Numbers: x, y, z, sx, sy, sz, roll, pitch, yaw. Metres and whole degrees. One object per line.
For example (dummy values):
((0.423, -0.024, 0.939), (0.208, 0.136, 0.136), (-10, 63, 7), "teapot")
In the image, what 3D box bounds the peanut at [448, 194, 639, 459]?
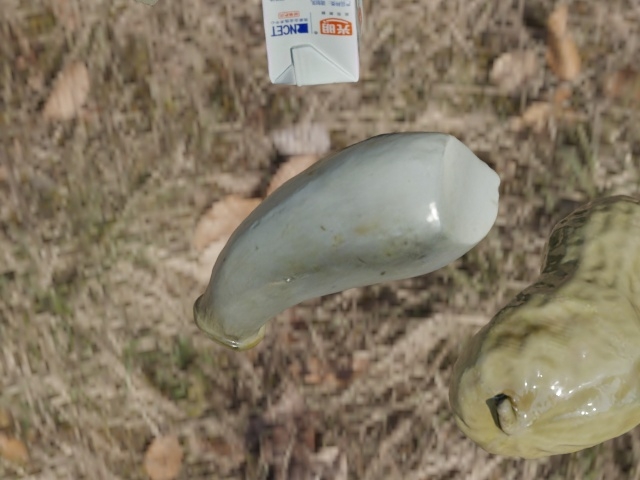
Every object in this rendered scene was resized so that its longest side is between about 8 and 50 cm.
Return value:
((0.233, 0.082, 1.581), (0.159, 0.143, 0.291), (34, 53, 10), "peanut")

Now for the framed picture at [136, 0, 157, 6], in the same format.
((-0.127, -0.282, 1.222), (0.022, 0.335, 0.247), (44, 104, 19), "framed picture")

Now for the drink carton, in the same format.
((-0.011, -0.327, 1.927), (0.107, 0.315, 0.130), (0, 36, 7), "drink carton")

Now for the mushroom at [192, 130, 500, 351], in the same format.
((0.000, 0.000, 1.388), (0.270, 0.118, 0.103), (-25, 44, 25), "mushroom")
